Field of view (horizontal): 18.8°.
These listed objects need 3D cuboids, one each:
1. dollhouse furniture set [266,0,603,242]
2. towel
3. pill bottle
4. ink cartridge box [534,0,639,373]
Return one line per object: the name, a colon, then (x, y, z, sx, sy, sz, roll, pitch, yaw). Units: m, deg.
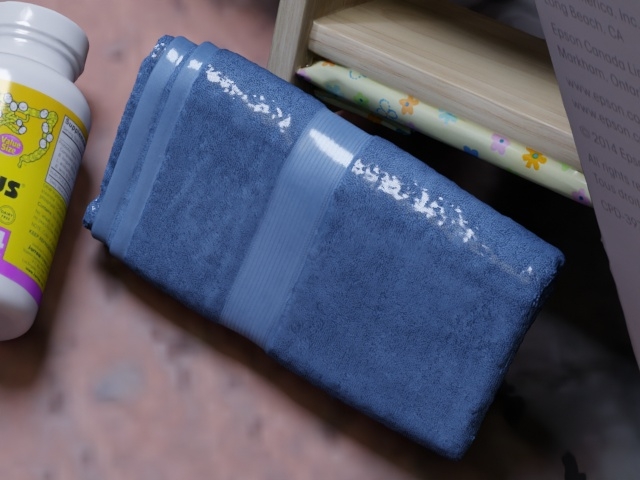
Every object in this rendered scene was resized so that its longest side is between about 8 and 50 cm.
dollhouse furniture set: (0.053, -0.089, 0.539, 0.182, 0.101, 0.161, 27, 30, 27)
towel: (0.000, 0.000, 0.491, 0.119, 0.067, 0.029, 32, 29, 12)
pill bottle: (-0.085, -0.019, 0.502, 0.043, 0.043, 0.083, 12, 67, 1)
ink cartridge box: (0.123, -0.075, 0.397, 0.165, 0.332, 0.065, -36, 43, -17)
